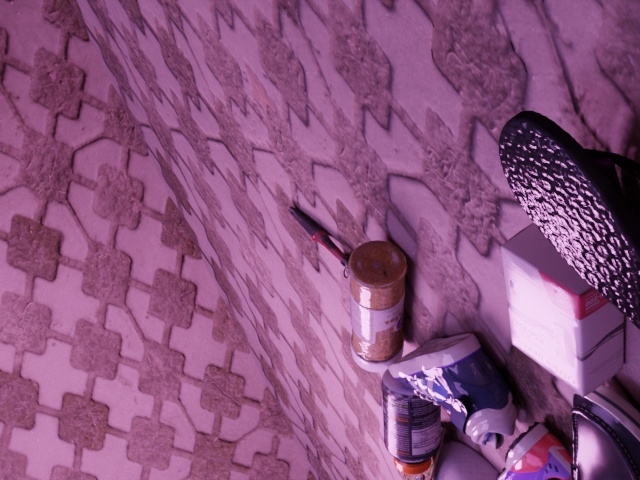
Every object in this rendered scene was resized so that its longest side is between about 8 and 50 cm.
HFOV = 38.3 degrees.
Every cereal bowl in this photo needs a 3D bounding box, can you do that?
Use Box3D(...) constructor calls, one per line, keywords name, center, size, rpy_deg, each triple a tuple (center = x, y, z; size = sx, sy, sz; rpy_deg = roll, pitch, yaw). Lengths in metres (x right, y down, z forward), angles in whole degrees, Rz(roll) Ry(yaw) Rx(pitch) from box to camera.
Box3D(name="cereal bowl", center=(0.350, 0.646, 2.145), size=(0.339, 0.141, 0.339), rpy_deg=(50, 161, 25))

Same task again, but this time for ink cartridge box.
Box3D(name="ink cartridge box", center=(0.355, 0.098, 1.345), size=(0.158, 0.092, 0.218), rpy_deg=(39, 155, 45))

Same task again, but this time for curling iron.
Box3D(name="curling iron", center=(0.000, 0.000, 2.174), size=(0.274, 0.035, 0.068), rpy_deg=(44, 156, 36))

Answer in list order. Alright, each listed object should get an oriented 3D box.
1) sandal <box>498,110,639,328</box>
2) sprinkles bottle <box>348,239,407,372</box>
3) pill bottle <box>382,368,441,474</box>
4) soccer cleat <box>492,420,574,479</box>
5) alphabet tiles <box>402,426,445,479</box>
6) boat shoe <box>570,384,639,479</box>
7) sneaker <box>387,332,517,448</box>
Box3D(name="sandal", center=(0.389, 0.004, 1.127), size=(0.446, 0.107, 0.167), rpy_deg=(46, 161, -4))
Box3D(name="sprinkles bottle", center=(0.121, 0.148, 1.966), size=(0.121, 0.121, 0.355), rpy_deg=(47, 158, 30))
Box3D(name="pill bottle", center=(0.204, 0.404, 2.060), size=(0.130, 0.130, 0.245), rpy_deg=(35, 135, 50))
Box3D(name="soccer cleat", center=(0.408, 0.464, 1.772), size=(0.116, 0.108, 0.318), rpy_deg=(44, 155, 26))
Box3D(name="alphabet tiles", center=(0.240, 0.534, 2.208), size=(0.009, 0.198, 0.237), rpy_deg=(17, 172, -6))
Box3D(name="boat shoe", center=(0.479, 0.442, 1.476), size=(0.187, 0.156, 0.500), rpy_deg=(32, 147, 56))
Box3D(name="sneaker", center=(0.269, 0.319, 1.844), size=(0.236, 0.130, 0.323), rpy_deg=(62, 156, 2))
